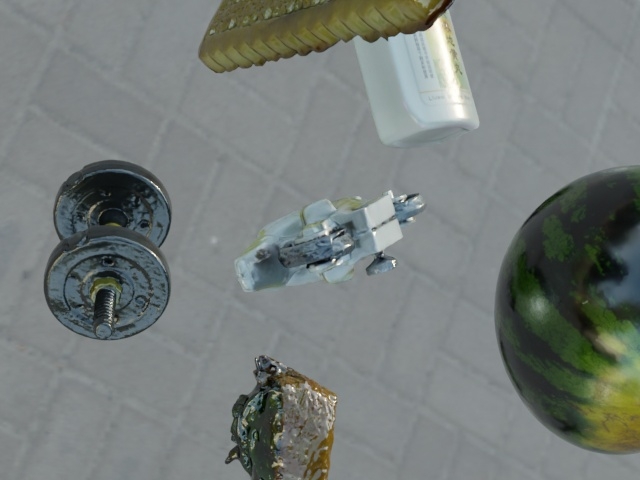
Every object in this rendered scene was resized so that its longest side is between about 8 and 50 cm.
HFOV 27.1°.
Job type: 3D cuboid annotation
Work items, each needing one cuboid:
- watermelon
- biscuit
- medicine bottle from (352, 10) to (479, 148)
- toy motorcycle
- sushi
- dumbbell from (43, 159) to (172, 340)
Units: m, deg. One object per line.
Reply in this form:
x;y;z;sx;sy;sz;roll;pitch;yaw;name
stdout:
0.279;0.060;1.178;0.269;0.269;0.269;4;83;-36;watermelon
0.023;-0.185;0.794;0.029;0.254;0.172;38;69;-28;biscuit
0.120;-0.303;1.926;0.179;0.124;0.324;-5;77;-49;medicine bottle
0.000;0.000;1.165;0.228;0.151;0.074;-29;103;-60;toy motorcycle
-0.059;0.303;1.897;0.140;0.149;0.287;4;103;-18;sushi
-0.244;0.008;1.542;0.143;0.143;0.325;39;22;-27;dumbbell
